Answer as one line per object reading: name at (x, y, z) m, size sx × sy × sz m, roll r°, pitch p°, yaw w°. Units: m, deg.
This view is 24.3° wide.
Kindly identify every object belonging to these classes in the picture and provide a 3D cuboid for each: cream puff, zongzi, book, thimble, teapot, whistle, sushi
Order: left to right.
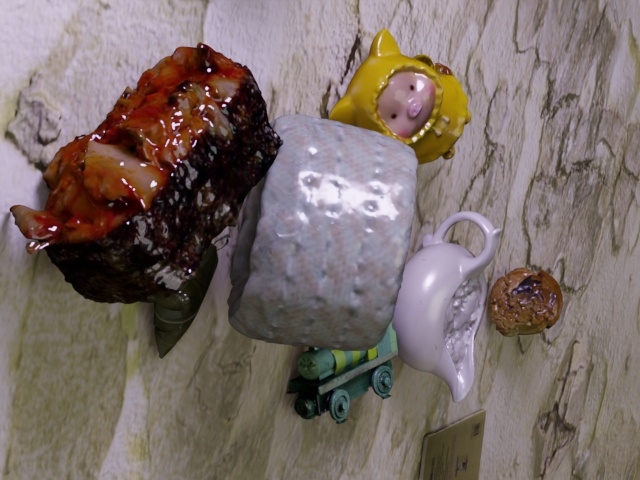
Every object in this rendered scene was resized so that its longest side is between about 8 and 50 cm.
sushi at (-0.198, -0.070, 1.669) m, size 0.182 × 0.196 × 0.343 m, roll 57°, pitch 50°, yaw -26°
zongzi at (-0.167, 0.060, 1.883) m, size 0.130 × 0.062 × 0.154 m, roll 102°, pitch 12°, yaw -45°
thimble at (0.000, 0.000, 1.861) m, size 0.291 × 0.195 × 0.291 m, roll -168°, pitch -90°, yaw -84°
whistle at (0.171, -0.240, 2.229) m, size 0.109 × 0.046 × 0.057 m, roll 14°, pitch 78°, yaw -62°
teapot at (0.194, 0.097, 2.314) m, size 0.204 × 0.139 × 0.298 m, roll -13°, pitch 115°, yaw -49°
book at (0.228, 0.394, 2.592) m, size 0.192 × 0.013 × 0.168 m, roll -14°, pitch 114°, yaw -52°
cream puff at (0.352, 0.106, 2.557) m, size 0.133 × 0.119 × 0.104 m, roll -27°, pitch 170°, yaw -12°

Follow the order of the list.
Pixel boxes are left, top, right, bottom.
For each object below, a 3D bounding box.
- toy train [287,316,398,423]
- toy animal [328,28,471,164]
toy train at (0.032, 0.186, 2.179) m, size 0.200 × 0.083 × 0.132 m, roll -23°, pitch 110°, yaw -49°
toy animal at (0.127, -0.189, 2.111) m, size 0.230 × 0.156 × 0.156 m, roll 28°, pitch 80°, yaw -45°
